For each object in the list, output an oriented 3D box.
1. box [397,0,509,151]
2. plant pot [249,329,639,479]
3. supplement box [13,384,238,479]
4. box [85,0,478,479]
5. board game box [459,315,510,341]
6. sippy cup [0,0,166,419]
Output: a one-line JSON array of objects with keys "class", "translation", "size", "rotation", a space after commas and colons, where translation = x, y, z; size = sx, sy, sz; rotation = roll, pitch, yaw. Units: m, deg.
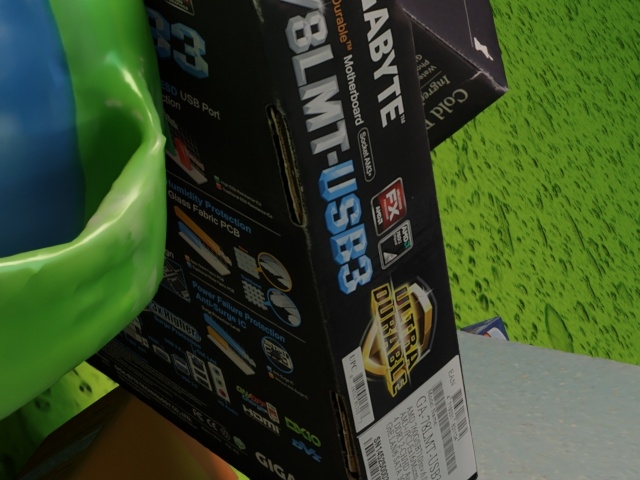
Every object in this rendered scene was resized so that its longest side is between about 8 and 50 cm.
[{"class": "box", "translation": [-0.063, -0.231, 1.149], "size": [0.312, 0.179, 0.343], "rotation": [34, 33, -30]}, {"class": "plant pot", "translation": [0.073, 0.209, 0.785], "size": [0.252, 0.247, 0.247], "rotation": [-26, 114, -43]}, {"class": "supplement box", "translation": [-0.112, 0.149, 0.761], "size": [0.078, 0.080, 0.233], "rotation": [53, 22, -10]}, {"class": "box", "translation": [-0.076, -0.047, 0.720], "size": [0.295, 0.073, 0.293], "rotation": [29, -36, 38]}, {"class": "board game box", "translation": [0.105, 0.139, 1.222], "size": [0.201, 0.035, 0.136], "rotation": [-26, 96, -67]}, {"class": "sippy cup", "translation": [-0.207, -0.041, 0.587], "size": [0.224, 0.305, 0.240], "rotation": [-25, 97, -37]}]
